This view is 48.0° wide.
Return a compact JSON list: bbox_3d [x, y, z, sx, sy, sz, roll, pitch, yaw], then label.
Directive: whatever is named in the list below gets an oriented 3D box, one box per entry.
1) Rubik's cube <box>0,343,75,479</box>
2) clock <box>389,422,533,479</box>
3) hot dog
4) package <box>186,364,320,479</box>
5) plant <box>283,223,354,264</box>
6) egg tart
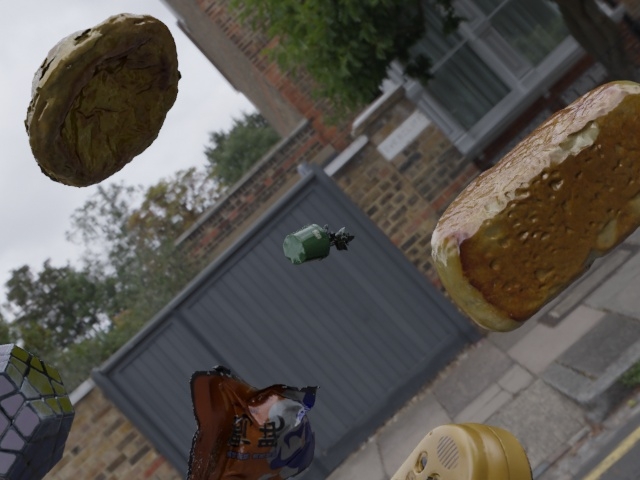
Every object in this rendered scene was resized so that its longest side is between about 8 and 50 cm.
[{"bbox_3d":[-0.656,0.365,1.432,0.319,0.264,0.319,-60,-15,-27],"label":"Rubik's cube"},{"bbox_3d":[0.241,0.477,1.297,0.317,0.200,0.244,-64,24,19],"label":"clock"},{"bbox_3d":[0.339,-0.055,1.073,0.405,0.185,0.223,-41,8,3],"label":"hot dog"},{"bbox_3d":[-0.040,0.115,0.434,0.111,0.033,0.077,6,-80,-45],"label":"package"},{"bbox_3d":[0.000,0.000,0.945,0.102,0.051,0.051,-17,-19,-44],"label":"plant"},{"bbox_3d":[-0.383,-0.246,1.235,0.341,0.129,0.341,-50,-21,-27],"label":"egg tart"}]
